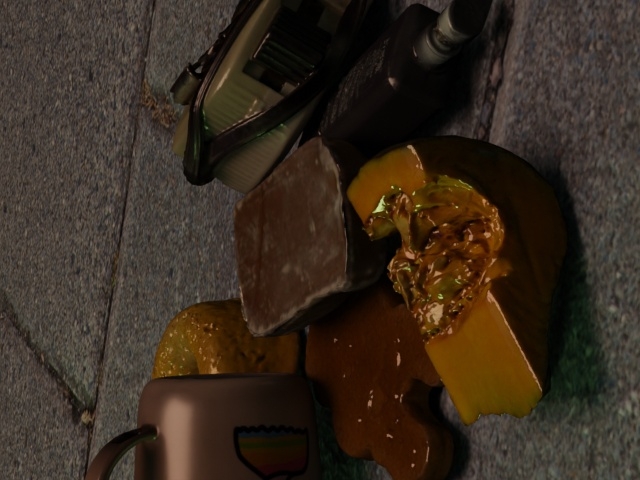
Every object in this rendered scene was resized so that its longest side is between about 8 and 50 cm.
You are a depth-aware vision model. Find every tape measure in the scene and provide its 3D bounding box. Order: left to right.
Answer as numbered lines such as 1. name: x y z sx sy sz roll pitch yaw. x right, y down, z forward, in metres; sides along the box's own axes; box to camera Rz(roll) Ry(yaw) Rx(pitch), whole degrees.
1. tape measure: -0.055 -0.177 1.769 0.271 0.133 0.231 -45 16 52

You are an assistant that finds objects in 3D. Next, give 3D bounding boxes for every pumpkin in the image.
1. pumpkin: 0.137 0.023 1.432 0.131 0.126 0.248 -37 72 50

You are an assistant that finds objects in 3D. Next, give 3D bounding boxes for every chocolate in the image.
1. chocolate: 0.002 0.002 1.695 0.254 0.080 0.157 144 124 -59

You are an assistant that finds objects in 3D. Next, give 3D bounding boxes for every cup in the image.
1. cup: -0.118 0.233 1.732 0.191 0.253 0.200 -5 87 57

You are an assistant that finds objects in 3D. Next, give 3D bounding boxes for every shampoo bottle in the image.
1. shampoo bottle: 0.064 -0.140 1.645 0.309 0.071 0.098 -42 26 59

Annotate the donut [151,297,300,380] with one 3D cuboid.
1. donut: -0.110 0.190 1.956 0.277 0.108 0.277 -177 90 -66

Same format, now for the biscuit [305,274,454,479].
1. biscuit: 0.061 0.123 1.663 0.295 0.044 0.186 -148 68 -64
